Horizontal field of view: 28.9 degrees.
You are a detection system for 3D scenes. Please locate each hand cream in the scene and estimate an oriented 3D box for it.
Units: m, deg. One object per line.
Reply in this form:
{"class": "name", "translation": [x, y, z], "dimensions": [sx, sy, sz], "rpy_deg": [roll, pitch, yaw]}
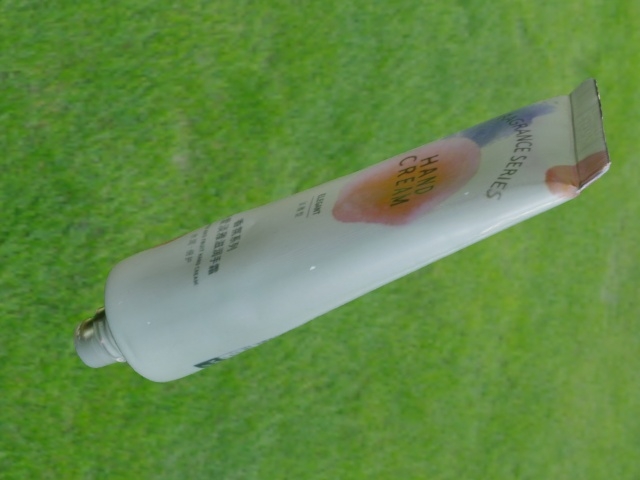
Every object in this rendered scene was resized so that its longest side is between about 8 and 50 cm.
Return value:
{"class": "hand cream", "translation": [0.000, 0.000, 0.703], "dimensions": [0.077, 0.341, 0.124], "rpy_deg": [57, 22, -20]}
